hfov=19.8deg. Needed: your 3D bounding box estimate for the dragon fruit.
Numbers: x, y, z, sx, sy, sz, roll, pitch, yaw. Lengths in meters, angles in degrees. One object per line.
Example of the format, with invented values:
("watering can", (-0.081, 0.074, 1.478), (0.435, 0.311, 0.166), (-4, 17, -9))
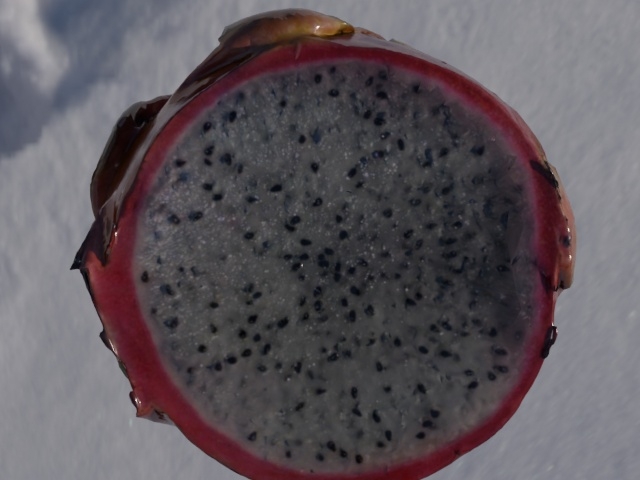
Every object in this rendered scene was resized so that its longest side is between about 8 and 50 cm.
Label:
("dragon fruit", (0.000, 0.000, 1.156), (0.306, 0.226, 0.305), (0, 99, -2))
